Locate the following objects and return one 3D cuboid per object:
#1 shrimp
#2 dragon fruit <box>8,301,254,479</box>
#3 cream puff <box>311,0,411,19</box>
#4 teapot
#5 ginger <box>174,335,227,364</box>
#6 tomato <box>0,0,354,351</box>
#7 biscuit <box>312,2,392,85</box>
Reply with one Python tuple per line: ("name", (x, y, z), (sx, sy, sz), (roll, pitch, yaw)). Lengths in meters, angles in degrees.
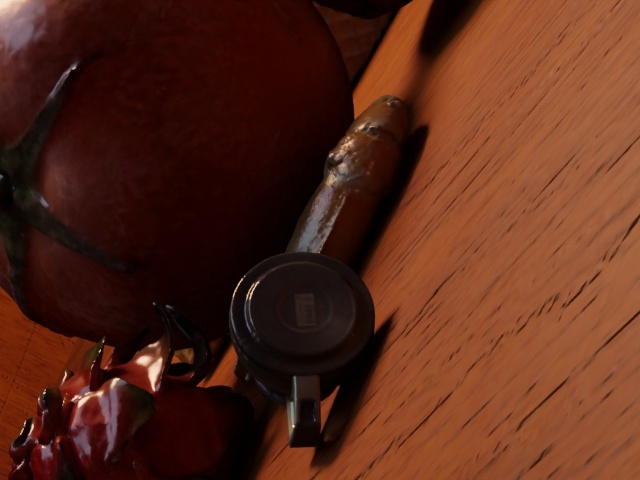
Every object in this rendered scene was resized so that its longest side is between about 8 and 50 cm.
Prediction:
("shrimp", (0.000, 0.000, 1.005), (0.180, 0.041, 0.099), (-65, 7, -15))
("dragon fruit", (-0.102, 0.115, 1.003), (0.142, 0.121, 0.130), (-39, 7, -19))
("cream puff", (0.047, -0.251, 1.128), (0.240, 0.164, 0.240), (-42, 17, 16))
("teapot", (-0.008, 0.054, 0.845), (0.057, 0.066, 0.088), (95, 172, -58))
("ginger", (-0.071, 0.009, 1.315), (0.165, 0.067, 0.096), (-58, 31, 26))
("tomato", (-0.102, -0.067, 1.128), (0.265, 0.265, 0.265), (-60, 8, 15))
("biscuit", (-0.021, -0.131, 1.389), (0.379, 0.094, 0.054), (-60, 8, 9))
